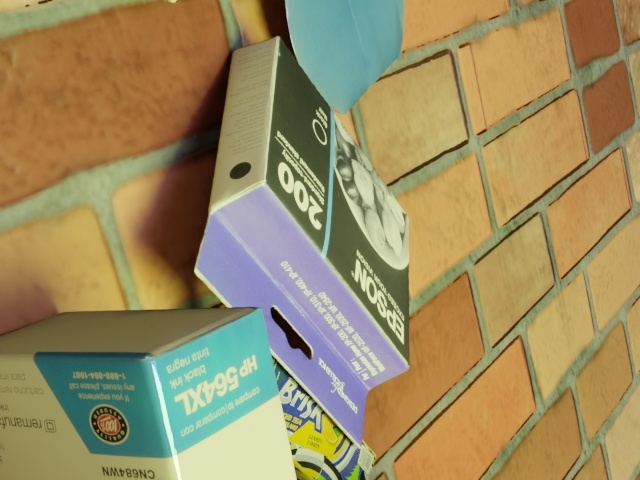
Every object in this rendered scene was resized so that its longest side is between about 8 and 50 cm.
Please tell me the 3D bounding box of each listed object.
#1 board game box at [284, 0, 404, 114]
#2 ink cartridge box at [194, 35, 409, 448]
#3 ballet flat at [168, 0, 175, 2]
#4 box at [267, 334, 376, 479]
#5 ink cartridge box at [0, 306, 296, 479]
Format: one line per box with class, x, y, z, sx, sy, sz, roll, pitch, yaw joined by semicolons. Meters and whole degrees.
board game box;0.010;-0.179;0.794;0.168;0.033;0.133;-51;133;-41
ink cartridge box;0.000;0.000;0.699;0.206;0.045;0.208;51;31;-38
ballet flat;-0.135;-0.293;0.518;0.409;0.147;0.147;57;44;-36
box;-0.031;0.121;0.679;0.169;0.059;0.054;53;47;-37
ink cartridge box;-0.090;0.142;0.519;0.086;0.148;0.203;-22;104;-54
